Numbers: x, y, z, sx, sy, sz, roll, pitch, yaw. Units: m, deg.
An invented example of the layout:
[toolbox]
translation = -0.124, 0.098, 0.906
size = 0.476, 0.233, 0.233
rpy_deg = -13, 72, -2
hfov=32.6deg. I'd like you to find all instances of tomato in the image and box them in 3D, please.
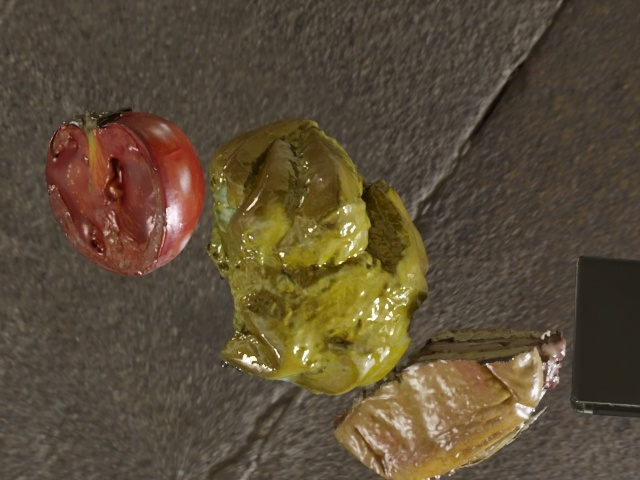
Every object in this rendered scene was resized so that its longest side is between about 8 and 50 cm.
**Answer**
[tomato]
translation = -0.152, -0.048, 0.914
size = 0.091, 0.159, 0.139
rpy_deg = -26, 110, -47

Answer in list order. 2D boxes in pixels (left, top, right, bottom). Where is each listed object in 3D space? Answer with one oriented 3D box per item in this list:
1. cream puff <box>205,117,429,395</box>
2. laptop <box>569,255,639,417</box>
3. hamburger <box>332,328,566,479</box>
[cream puff]
translation = 0.007, 0.005, 1.300
size = 0.274, 0.270, 0.323
rpy_deg = 5, 38, -20
[laptop]
translation = 0.291, 0.079, 0.865
size = 0.180, 0.016, 0.129
rpy_deg = 3, 75, 8
[hamburger]
translation = 0.155, 0.204, 1.362
size = 0.282, 0.155, 0.245
rpy_deg = 8, 109, 21
